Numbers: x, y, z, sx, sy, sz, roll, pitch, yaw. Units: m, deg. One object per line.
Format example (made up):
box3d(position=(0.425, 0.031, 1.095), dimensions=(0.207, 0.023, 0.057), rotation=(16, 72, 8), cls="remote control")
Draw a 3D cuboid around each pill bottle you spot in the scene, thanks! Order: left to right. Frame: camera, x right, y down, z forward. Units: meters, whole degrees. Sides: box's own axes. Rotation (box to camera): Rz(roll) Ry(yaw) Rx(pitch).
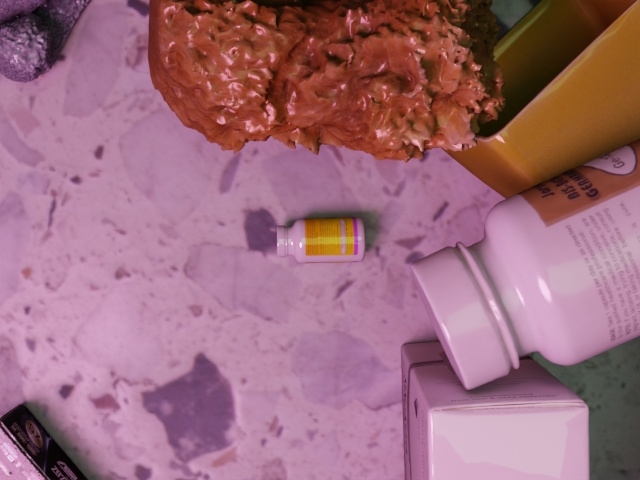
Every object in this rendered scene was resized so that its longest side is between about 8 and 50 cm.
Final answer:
box3d(position=(0.000, 0.000, 0.881), dimensions=(0.083, 0.043, 0.044), rotation=(-1, 93, -3), cls="pill bottle")
box3d(position=(0.189, 0.016, 0.672), dimensions=(0.229, 0.131, 0.131), rotation=(-24, 94, 2), cls="pill bottle")

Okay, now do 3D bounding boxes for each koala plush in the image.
box3d(position=(-0.280, -0.269, 0.766), dimensions=(0.196, 0.221, 0.203), rotation=(38, 90, -3), cls="koala plush")

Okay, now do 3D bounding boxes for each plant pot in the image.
box3d(position=(0.246, -0.102, 0.818), dimensions=(0.212, 0.212, 0.187), rotation=(-44, 105, 0), cls="plant pot")

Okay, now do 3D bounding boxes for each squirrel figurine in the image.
box3d(position=(0.043, -0.249, 0.775), dimensions=(0.370, 0.281, 0.397), rotation=(-1, 83, -17), cls="squirrel figurine")

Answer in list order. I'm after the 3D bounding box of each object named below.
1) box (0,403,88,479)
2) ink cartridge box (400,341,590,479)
box3d(position=(-0.288, 0.272, 0.862), dimensions=(0.147, 0.077, 0.180), rotation=(-40, 94, -1), cls="box")
box3d(position=(0.136, 0.207, 0.780), dimensions=(0.117, 0.283, 0.207), rotation=(-2, 93, 1), cls="ink cartridge box")
